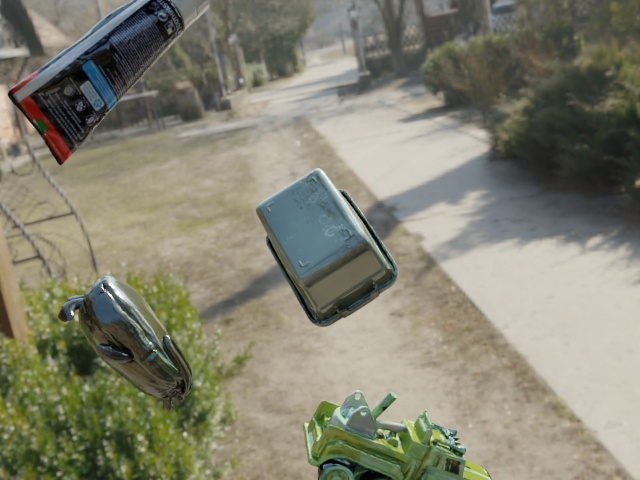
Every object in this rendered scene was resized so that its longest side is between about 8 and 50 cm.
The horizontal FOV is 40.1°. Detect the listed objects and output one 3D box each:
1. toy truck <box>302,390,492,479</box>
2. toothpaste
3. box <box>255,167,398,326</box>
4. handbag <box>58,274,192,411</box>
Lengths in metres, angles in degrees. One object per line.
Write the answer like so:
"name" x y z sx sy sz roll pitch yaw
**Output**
"toy truck" 0.116 0.283 1.143 0.259 0.135 0.128 29 11 -12
"toothpaste" -0.165 -0.151 0.705 0.045 0.071 0.193 11 53 42
"box" 0.000 0.000 1.036 0.124 0.093 0.172 -33 53 0
"handbag" -0.133 0.074 0.628 0.047 0.111 0.072 -41 9 1
